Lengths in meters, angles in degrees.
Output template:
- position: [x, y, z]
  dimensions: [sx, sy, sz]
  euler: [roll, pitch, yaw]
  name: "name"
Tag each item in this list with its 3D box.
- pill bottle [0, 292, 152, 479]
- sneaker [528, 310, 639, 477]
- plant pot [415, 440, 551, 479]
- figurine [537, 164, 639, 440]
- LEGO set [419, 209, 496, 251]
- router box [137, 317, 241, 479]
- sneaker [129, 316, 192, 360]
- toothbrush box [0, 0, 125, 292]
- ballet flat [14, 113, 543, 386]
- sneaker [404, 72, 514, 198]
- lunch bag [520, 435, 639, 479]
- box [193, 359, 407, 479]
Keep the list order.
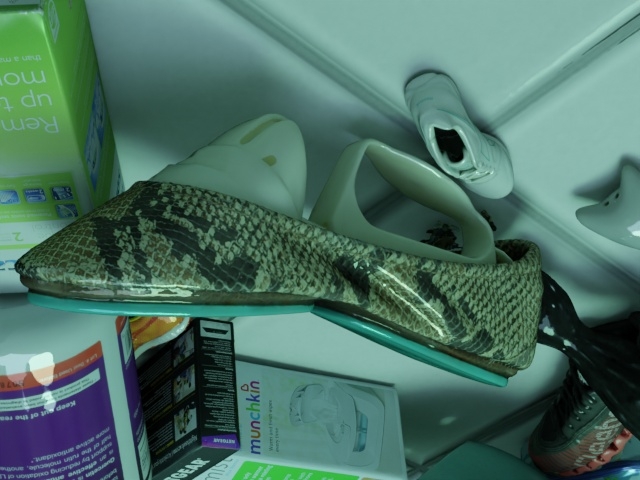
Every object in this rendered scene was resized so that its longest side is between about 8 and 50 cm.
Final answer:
- position: [-0.255, 0.164, 0.957]
  dimensions: [0.182, 0.181, 0.322]
  euler: [-2, 122, -1]
  name: "pill bottle"
- position: [0.302, 0.164, 1.127]
  dimensions: [0.135, 0.097, 0.276]
  euler: [20, 132, -25]
  name: "sneaker"
- position: [0.177, 0.371, 1.167]
  dimensions: [0.293, 0.235, 0.293]
  euler: [-36, 162, -14]
  name: "plant pot"
- position: [0.296, 0.057, 0.963]
  dimensions: [0.209, 0.092, 0.215]
  euler: [36, 116, -1]
  name: "figurine"
- position: [0.123, -0.006, 0.979]
  dimensions: [0.083, 0.023, 0.054]
  euler: [-18, 141, -4]
  name: "LEGO set"
- position: [-0.144, 0.173, 1.056]
  dimensions: [0.046, 0.133, 0.179]
  euler: [12, 148, -30]
  name: "router box"
- position: [-0.200, 0.091, 1.045]
  dimensions: [0.067, 0.064, 0.175]
  euler: [40, 117, -21]
  name: "sneaker"
- position: [-0.271, -0.089, 0.773]
  dimensions: [0.206, 0.122, 0.283]
  euler: [-2, 141, -2]
  name: "toothbrush box"
- position: [0.000, 0.000, 0.836]
  dimensions: [0.483, 0.182, 0.164]
  euler: [14, 178, -35]
  name: "ballet flat"
- position: [0.118, -0.071, 0.868]
  dimensions: [0.054, 0.061, 0.152]
  euler: [-27, 135, 23]
  name: "sneaker"
- position: [0.354, 0.316, 1.317]
  dimensions: [0.176, 0.090, 0.219]
  euler: [-16, 137, 20]
  name: "lunch bag"
- position: [-0.064, 0.263, 1.198]
  dimensions: [0.231, 0.126, 0.262]
  euler: [13, 137, -21]
  name: "box"
